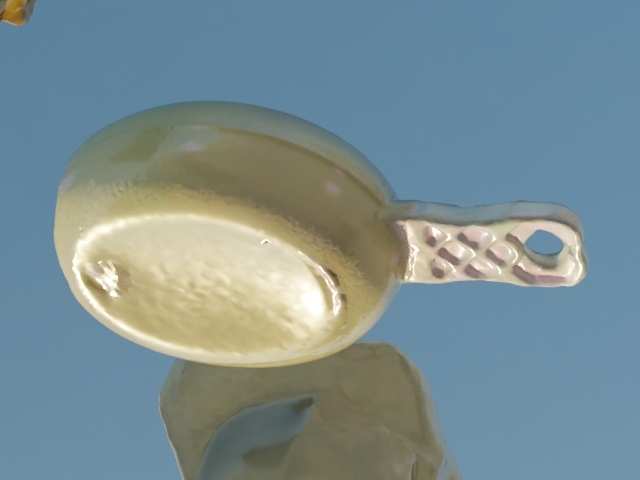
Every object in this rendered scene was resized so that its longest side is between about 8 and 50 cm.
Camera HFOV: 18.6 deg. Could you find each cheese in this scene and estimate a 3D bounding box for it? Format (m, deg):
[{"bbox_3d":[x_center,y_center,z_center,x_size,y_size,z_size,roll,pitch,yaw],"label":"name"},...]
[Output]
[{"bbox_3d":[0.000,0.000,0.830,0.137,0.227,0.064,71,-154,-47],"label":"cheese"}]

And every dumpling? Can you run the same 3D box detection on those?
[{"bbox_3d":[0.006,0.154,1.114,0.162,0.132,0.250,-25,-69,1],"label":"dumpling"}]

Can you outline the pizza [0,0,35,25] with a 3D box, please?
[{"bbox_3d":[-0.216,-0.117,0.440,0.087,0.268,0.258,-47,-10,29],"label":"pizza"}]
